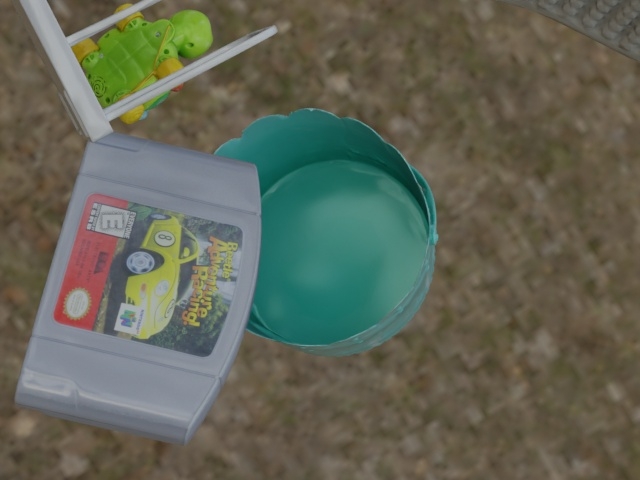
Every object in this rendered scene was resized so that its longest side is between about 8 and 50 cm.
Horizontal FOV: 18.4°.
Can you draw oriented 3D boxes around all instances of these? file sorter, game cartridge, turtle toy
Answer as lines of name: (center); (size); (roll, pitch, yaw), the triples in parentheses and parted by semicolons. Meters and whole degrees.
file sorter: (-0.171, -0.238, 1.540); (0.277, 0.173, 0.193); (64, -6, -7)
game cartridge: (-0.161, 0.042, 1.897); (0.196, 0.060, 0.294); (14, 66, -3)
turtle toy: (-0.153, -0.160, 1.765); (0.095, 0.130, 0.066); (52, 1, 20)

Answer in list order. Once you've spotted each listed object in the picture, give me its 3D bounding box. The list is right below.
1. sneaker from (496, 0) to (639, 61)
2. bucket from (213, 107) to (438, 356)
sneaker: (0.135, -0.179, 1.000); (0.127, 0.321, 0.126); (-56, 147, -19)
bucket: (0.000, 0.000, 2.221); (0.281, 0.281, 0.183); (65, 5, 14)
